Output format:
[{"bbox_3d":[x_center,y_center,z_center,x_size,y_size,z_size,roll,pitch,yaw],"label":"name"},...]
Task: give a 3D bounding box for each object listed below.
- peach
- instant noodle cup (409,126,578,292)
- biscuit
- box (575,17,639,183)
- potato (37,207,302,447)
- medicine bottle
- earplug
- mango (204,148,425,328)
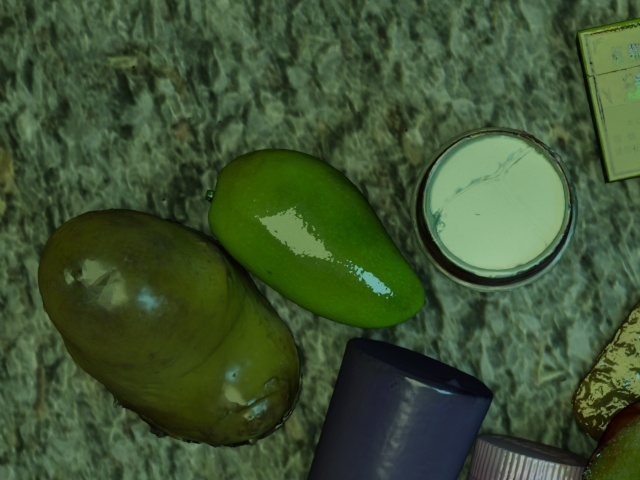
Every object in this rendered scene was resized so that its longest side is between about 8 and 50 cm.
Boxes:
[{"bbox_3d":[0.423,0.295,1.688,0.068,0.279,0.189,22,103,49],"label":"peach"},{"bbox_3d":[0.239,-0.046,1.693,0.243,0.231,0.242,0,90,6],"label":"instant noodle cup"},{"bbox_3d":[0.455,0.179,1.763,0.118,0.029,0.247,36,95,9],"label":"biscuit"},{"bbox_3d":[0.450,-0.201,1.751,0.141,0.064,0.220,-12,90,7],"label":"box"},{"bbox_3d":[-0.232,0.134,1.725,0.290,0.296,0.397,-31,84,8],"label":"potato"},{"bbox_3d":[0.266,0.425,1.709,0.178,0.178,0.290,12,90,7],"label":"medicine bottle"},{"bbox_3d":[0.066,0.377,1.732,0.215,0.215,0.455,20,96,7],"label":"earplug"},{"bbox_3d":[0.000,0.000,1.761,0.343,0.156,0.192,37,81,0],"label":"mango"}]
